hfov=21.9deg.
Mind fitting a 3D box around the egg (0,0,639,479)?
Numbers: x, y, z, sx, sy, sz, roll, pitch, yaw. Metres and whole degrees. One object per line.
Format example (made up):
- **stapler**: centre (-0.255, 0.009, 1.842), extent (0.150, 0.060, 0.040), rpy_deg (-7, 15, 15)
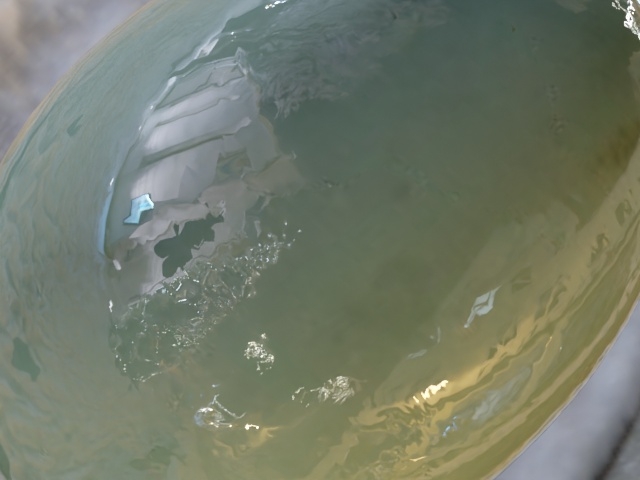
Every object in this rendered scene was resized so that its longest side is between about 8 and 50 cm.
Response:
- **egg**: centre (0.000, 0.000, 0.477), extent (0.168, 0.231, 0.168), rpy_deg (50, 4, -5)
